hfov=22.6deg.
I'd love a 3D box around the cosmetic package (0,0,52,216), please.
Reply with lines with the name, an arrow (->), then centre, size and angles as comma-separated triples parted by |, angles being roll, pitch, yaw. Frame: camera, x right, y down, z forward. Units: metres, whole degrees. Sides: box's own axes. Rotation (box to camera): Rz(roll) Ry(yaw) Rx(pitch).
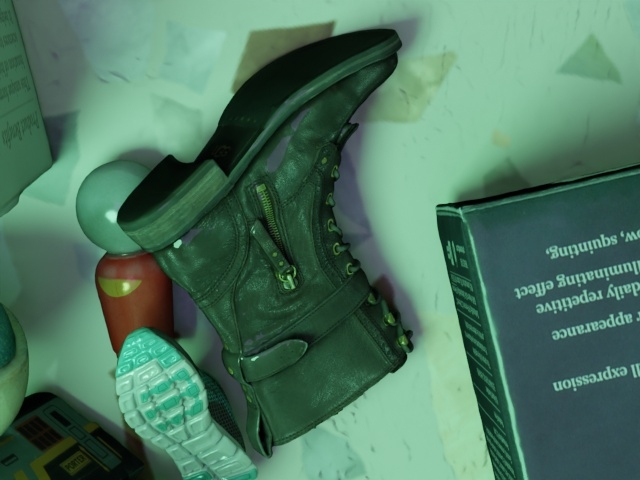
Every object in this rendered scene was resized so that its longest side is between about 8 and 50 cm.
cosmetic package -> -0.391, -0.172, 0.994 | 0.328, 0.329, 0.393 | -12, 100, 3

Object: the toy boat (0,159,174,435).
toy boat -> -0.248, 0.044, 1.110 | 0.318, 0.267, 0.148 | -16, 110, -27

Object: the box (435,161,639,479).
box -> 0.266, 0.135, 1.069 | 0.294, 0.212, 0.395 | -12, 91, 0

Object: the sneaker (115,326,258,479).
sneaker -> -0.102, 0.115, 1.158 | 0.065, 0.076, 0.166 | -21, 129, 5

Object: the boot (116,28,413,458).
boot -> 0.000, 0.000, 1.150 | 0.263, 0.091, 0.229 | -41, 114, -10

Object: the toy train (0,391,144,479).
toy train -> -0.207, 0.219, 1.082 | 0.190, 0.334, 0.142 | 37, 108, 7
